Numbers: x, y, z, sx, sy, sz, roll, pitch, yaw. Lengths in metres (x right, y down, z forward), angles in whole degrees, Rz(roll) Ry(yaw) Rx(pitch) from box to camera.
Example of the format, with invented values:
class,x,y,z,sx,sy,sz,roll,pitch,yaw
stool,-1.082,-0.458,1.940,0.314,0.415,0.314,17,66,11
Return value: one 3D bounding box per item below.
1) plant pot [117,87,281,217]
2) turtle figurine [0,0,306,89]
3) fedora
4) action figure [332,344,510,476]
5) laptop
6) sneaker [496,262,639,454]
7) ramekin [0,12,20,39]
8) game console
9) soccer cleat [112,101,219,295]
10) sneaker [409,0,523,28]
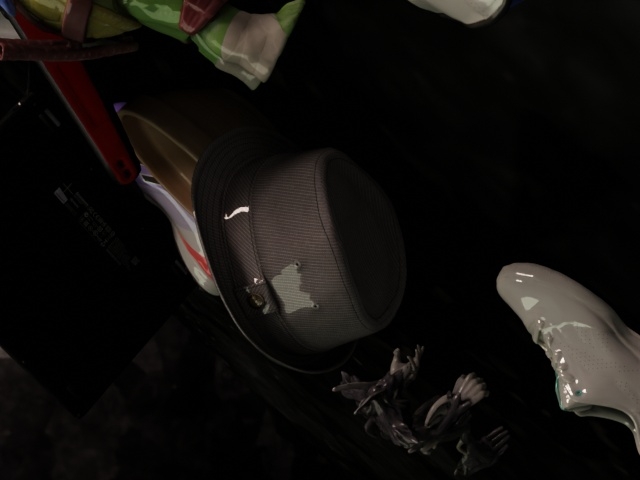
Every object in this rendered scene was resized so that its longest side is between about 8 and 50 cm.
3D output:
class,x,y,z,sx,sy,sz,roll,pitch,yaw
plant pot,-0.113,-0.098,1.328,0.237,0.110,0.237,39,166,12
turtle figurine,-0.135,-0.247,0.922,0.266,0.275,0.198,26,146,-10
fedora,0.000,0.000,1.188,0.124,0.243,0.276,-15,98,36
action figure,0.132,0.211,1.500,0.164,0.141,0.275,32,178,43
laptop,-0.377,-0.039,1.651,0.236,0.408,0.382,13,147,50
sneaker,0.229,0.105,1.025,0.212,0.094,0.080,38,166,20
ramekin,-0.436,-0.333,1.417,0.207,0.109,0.207,20,169,4
game console,-0.304,-0.258,1.179,0.342,0.060,0.386,67,174,-31
soccer cleat,-0.188,-0.074,1.650,0.318,0.116,0.108,58,-154,-10
sneaker,0.052,-0.214,0.580,0.182,0.127,0.315,32,169,25
